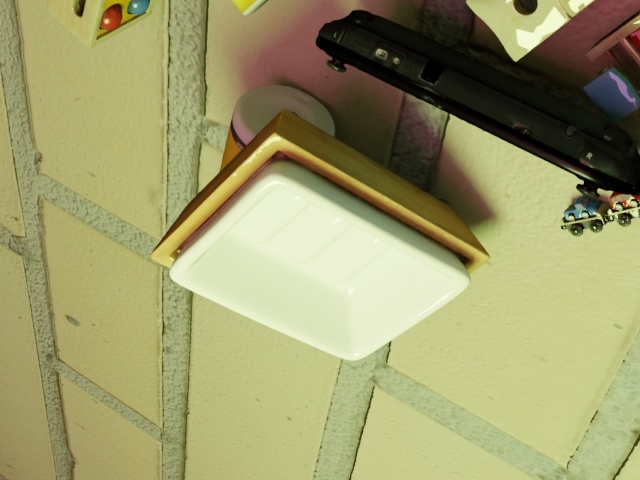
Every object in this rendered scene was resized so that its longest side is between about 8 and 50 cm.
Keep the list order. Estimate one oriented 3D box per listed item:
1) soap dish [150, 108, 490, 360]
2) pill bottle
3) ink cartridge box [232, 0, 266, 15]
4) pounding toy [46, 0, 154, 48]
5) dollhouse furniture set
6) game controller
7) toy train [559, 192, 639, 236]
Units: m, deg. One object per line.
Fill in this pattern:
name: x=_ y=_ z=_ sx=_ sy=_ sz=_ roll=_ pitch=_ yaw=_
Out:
soap dish: x=0.000 y=0.000 z=0.982 sx=0.291 sy=0.118 sz=0.229 roll=28 pitch=132 yaw=-27
pill bottle: x=-0.063 y=-0.072 z=1.081 sx=0.119 sy=0.119 sz=0.208 roll=34 pitch=138 yaw=13
ink cartridge box: x=-0.074 y=-0.412 z=0.838 sx=0.307 sy=0.072 sz=0.303 roll=48 pitch=141 yaw=-13
pounding toy: x=-0.237 y=-0.298 z=1.033 sx=0.100 sy=0.130 sz=0.141 roll=41 pitch=139 yaw=6
dollhouse furniture set: x=0.244 y=-0.181 z=0.724 sx=0.184 sy=0.129 sz=0.129 roll=50 pitch=139 yaw=-3
game controller: x=0.148 y=-0.122 z=0.831 sx=0.319 sy=0.166 sz=0.067 roll=31 pitch=97 yaw=23
toy train: x=0.300 y=-0.035 z=0.874 sx=0.158 sy=0.027 sz=0.036 roll=-16 pitch=108 yaw=45
